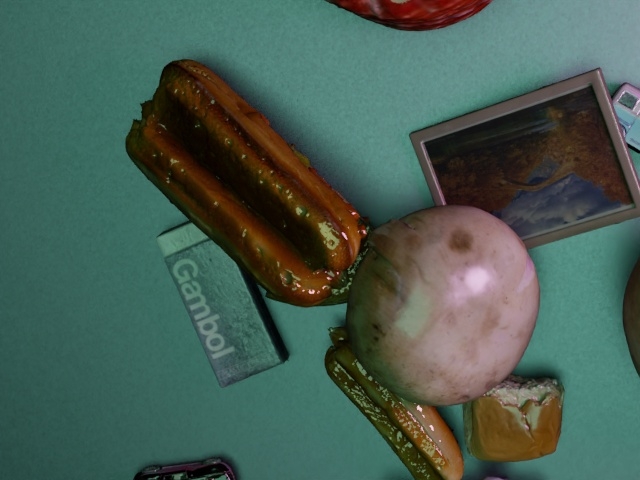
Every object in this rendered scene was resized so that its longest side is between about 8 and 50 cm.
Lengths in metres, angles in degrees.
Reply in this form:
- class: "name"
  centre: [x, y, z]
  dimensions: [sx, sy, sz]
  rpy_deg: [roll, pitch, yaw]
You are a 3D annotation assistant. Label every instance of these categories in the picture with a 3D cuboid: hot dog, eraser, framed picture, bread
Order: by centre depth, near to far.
- class: "framed picture"
  centre: [0.246, -0.081, 1.700]
  dimensions: [0.249, 0.016, 0.184]
  rpy_deg: [-16, 98, 26]
- class: "hot dog"
  centre: [-0.085, -0.069, 1.706]
  dimensions: [0.349, 0.117, 0.158]
  rpy_deg: [42, 113, 17]
- class: "bread"
  centre: [0.237, 0.218, 1.751]
  dimensions: [0.125, 0.082, 0.106]
  rpy_deg: [-2, 93, 5]
- class: "hot dog"
  centre: [0.095, 0.198, 1.768]
  dimensions: [0.076, 0.102, 0.249]
  rpy_deg: [-43, 96, -29]
- class: "eraser"
  centre: [-0.125, 0.074, 1.794]
  dimensions: [0.091, 0.046, 0.213]
  rpy_deg: [-23, 96, 11]

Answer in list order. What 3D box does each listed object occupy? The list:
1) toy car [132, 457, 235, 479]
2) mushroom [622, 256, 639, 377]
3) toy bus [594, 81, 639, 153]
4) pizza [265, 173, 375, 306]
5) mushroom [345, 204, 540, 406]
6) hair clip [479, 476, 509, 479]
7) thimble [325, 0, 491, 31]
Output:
- class: "toy car"
  centre: [-0.178, 0.325, 1.842]
  dimensions: [0.142, 0.055, 0.069]
  rpy_deg: [-9, 95, 8]
- class: "mushroom"
  centre: [0.505, 0.090, 1.614]
  dimensions: [0.290, 0.297, 0.298]
  rpy_deg: [-30, 95, -21]
- class: "toy bus"
  centre: [0.390, -0.132, 1.681]
  dimensions: [0.123, 0.060, 0.075]
  rpy_deg: [31, 99, 4]
- class: "pizza"
  centre: [0.000, 0.000, 1.768]
  dimensions: [0.184, 0.036, 0.176]
  rpy_deg: [-24, 98, 8]
- class: "mushroom"
  centre: [0.142, 0.072, 1.676]
  dimensions: [0.254, 0.184, 0.255]
  rpy_deg: [-4, 107, -12]
- class: "hair clip"
  centre: [0.158, 0.357, 1.784]
  dimensions: [0.257, 0.075, 0.146]
  rpy_deg: [-20, 134, 8]
- class: "thimble"
  centre: [0.100, -0.401, 1.590]
  dimensions: [0.350, 0.230, 0.350]
  rpy_deg: [1, 98, 8]
